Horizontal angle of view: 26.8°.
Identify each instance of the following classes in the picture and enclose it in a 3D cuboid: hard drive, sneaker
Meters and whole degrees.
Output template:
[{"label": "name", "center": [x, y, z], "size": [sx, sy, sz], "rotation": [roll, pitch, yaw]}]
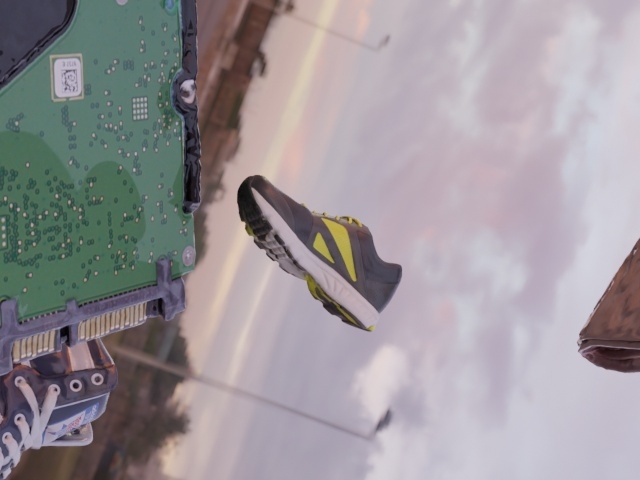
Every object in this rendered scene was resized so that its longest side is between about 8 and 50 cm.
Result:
[{"label": "hard drive", "center": [-0.137, -0.119, 0.467], "size": [0.237, 0.064, 0.338], "rotation": [-17, 109, -55]}, {"label": "sneaker", "center": [-0.230, 0.148, 0.922], "size": [0.099, 0.153, 0.282], "rotation": [122, -20, -48]}, {"label": "sneaker", "center": [0.000, 0.000, 0.552], "size": [0.035, 0.083, 0.031], "rotation": [-49, -159, -17]}]

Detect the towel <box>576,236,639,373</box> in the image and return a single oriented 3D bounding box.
[{"label": "towel", "center": [0.326, -0.049, 0.900], "size": [0.332, 0.053, 0.317], "rotation": [-53, -172, -9]}]
